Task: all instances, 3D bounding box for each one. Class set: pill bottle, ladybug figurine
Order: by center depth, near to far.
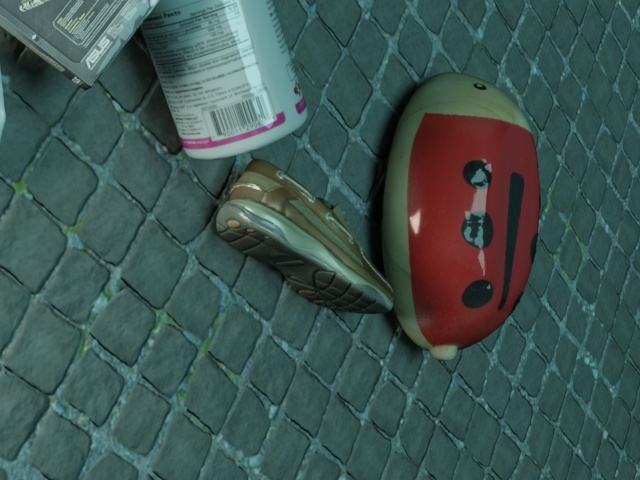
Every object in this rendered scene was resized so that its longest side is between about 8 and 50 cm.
[{"bbox_3d":[-0.129,-0.252,1.415,0.160,0.160,0.283,-36,116,-44],"label":"pill bottle"},{"bbox_3d":[0.228,-0.040,1.821,0.305,0.161,0.450,13,80,-49],"label":"ladybug figurine"}]

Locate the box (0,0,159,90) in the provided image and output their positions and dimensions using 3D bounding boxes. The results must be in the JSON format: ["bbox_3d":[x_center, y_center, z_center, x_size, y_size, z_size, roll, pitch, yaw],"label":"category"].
[{"bbox_3d":[-0.247,-0.303,1.254,0.183,0.056,0.231,37,82,-15],"label":"box"}]

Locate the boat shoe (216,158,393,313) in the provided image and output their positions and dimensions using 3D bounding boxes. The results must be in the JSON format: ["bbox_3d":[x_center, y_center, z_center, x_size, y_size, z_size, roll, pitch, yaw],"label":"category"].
[{"bbox_3d":[0.000,0.000,1.592,0.324,0.123,0.116,39,59,-43],"label":"boat shoe"}]

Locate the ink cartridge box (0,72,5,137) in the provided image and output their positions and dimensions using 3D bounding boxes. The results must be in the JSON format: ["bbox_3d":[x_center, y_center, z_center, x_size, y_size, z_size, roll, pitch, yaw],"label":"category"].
[{"bbox_3d":[-0.400,-0.088,1.181,0.189,0.066,0.233,-10,93,-49],"label":"ink cartridge box"}]
